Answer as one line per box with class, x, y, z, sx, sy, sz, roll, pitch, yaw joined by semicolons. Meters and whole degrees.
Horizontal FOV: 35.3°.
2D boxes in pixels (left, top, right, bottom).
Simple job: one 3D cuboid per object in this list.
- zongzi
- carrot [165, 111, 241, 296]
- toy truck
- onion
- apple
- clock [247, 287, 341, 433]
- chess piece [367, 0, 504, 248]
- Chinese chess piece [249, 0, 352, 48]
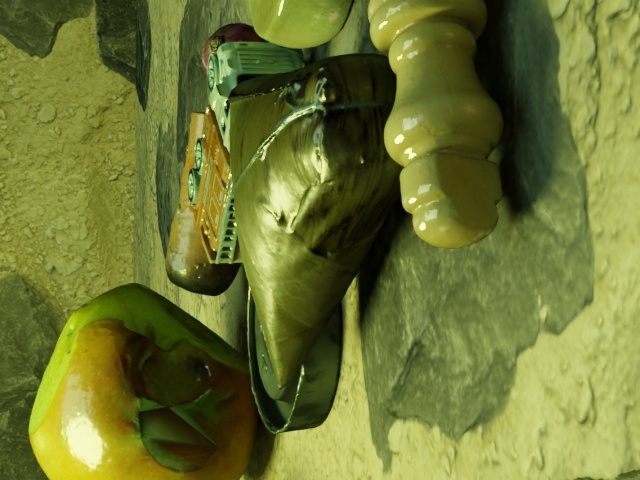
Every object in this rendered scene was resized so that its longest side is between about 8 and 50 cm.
zongzi;0.000;0.000;1.017;0.323;0.160;0.360;-169;81;-74
carrot;-0.174;-0.060;1.646;0.139;0.139;0.301;-154;72;-71
toy truck;-0.095;-0.111;1.382;0.305;0.136;0.162;106;156;-43
onion;-0.135;-0.291;1.608;0.104;0.115;0.115;44;-155;-46
apple;-0.271;0.249;1.560;0.374;0.374;0.384;144;114;-69
clock;-0.039;0.114;1.318;0.280;0.055;0.280;-179;90;-73
chess piece;0.087;-0.184;0.842;0.117;0.117;0.397;134;133;-65
Chinese chess piece;-0.024;-0.356;1.236;0.238;0.092;0.237;180;90;-74
